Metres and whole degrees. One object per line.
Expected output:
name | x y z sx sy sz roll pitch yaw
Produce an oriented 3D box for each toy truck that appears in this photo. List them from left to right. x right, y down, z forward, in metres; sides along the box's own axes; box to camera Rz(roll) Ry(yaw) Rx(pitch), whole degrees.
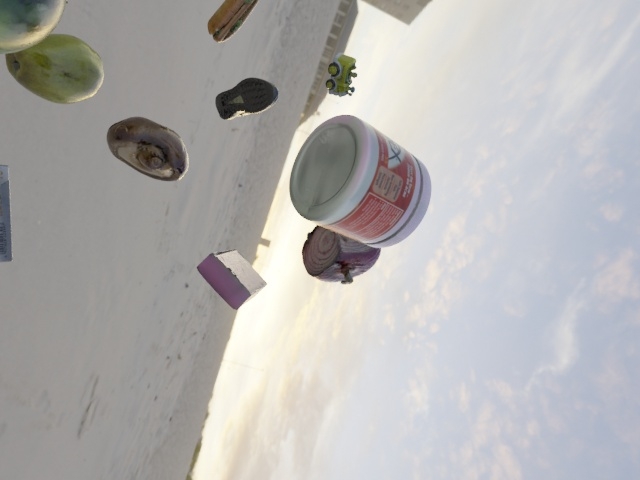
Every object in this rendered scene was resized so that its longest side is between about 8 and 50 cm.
toy truck | 0.061 -0.436 1.134 0.111 0.077 0.076 100 14 -45

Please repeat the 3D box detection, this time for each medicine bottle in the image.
medicine bottle | 0.089 -0.131 0.988 0.252 0.241 0.252 -22 -122 41

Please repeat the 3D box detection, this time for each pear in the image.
pear | -0.987 -0.647 1.595 0.307 0.253 0.253 -22 145 -55

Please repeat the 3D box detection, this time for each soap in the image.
soap | -0.279 0.118 1.381 0.081 0.181 0.259 -43 179 3

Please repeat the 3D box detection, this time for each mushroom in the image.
mushroom | -0.492 -0.270 1.227 0.194 0.231 0.138 9 -110 52

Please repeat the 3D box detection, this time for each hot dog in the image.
hot dog | -0.296 -0.799 1.486 0.249 0.068 0.100 -51 156 0

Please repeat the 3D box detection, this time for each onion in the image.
onion | 0.085 0.040 1.504 0.256 0.230 0.272 -15 -111 49

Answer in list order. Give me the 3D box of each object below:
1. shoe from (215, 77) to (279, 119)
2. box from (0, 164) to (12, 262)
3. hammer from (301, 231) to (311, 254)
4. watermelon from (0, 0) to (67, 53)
shoe | -0.152 -0.318 0.947 0.194 0.077 0.074 1 -72 42
box | -0.815 -0.065 1.005 0.067 0.149 0.233 -16 107 -74
hammer | 0.000 0.000 1.762 0.290 0.037 0.137 -25 -136 58
watermelon | -0.686 -0.541 0.819 0.363 0.363 0.363 -160 -90 -77
